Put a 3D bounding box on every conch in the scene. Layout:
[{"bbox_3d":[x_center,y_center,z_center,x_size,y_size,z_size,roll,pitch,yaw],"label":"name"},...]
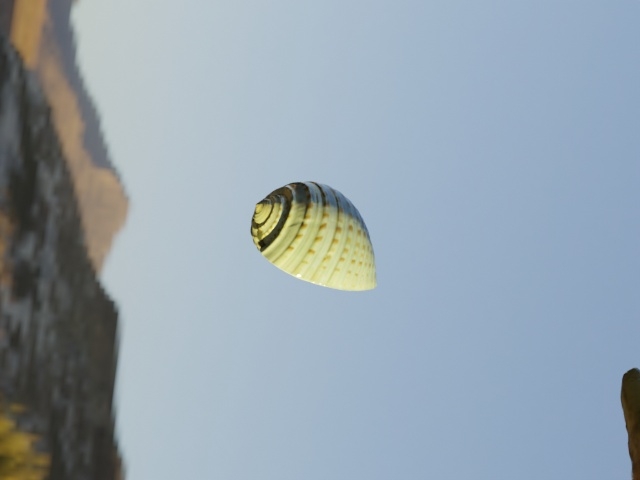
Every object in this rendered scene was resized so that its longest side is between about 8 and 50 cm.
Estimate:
[{"bbox_3d":[0.000,-0.004,1.093,0.076,0.085,0.056,-114,-143,-60],"label":"conch"}]

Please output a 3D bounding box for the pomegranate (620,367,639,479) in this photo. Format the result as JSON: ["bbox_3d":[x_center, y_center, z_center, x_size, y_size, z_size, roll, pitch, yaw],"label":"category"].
[{"bbox_3d":[0.109,0.136,0.494,0.159,0.159,0.205,138,-42,-72],"label":"pomegranate"}]
